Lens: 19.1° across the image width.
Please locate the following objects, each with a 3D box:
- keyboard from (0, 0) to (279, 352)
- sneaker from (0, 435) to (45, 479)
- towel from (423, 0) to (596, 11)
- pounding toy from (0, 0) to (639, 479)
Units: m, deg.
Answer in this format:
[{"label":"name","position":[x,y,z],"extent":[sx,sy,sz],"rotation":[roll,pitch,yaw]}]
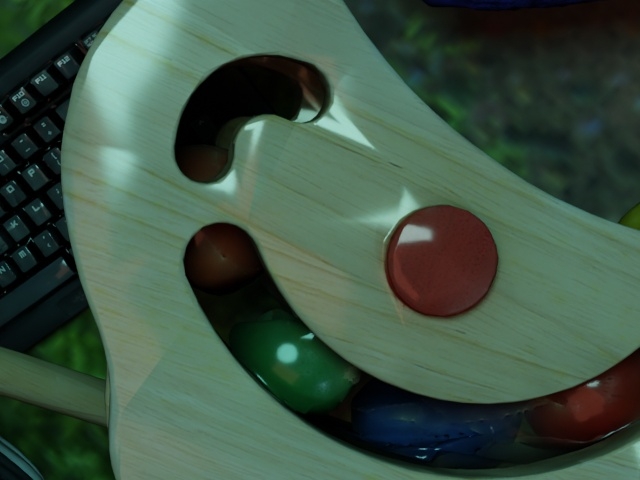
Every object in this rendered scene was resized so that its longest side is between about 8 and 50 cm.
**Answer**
[{"label":"keyboard","position":[-0.107,-0.021,0.596],"extent":[0.180,0.023,0.108],"rotation":[-35,98,19]},{"label":"sneaker","position":[-0.174,0.090,0.518],"extent":[0.269,0.153,0.101],"rotation":[11,97,-32]},{"label":"towel","position":[0.163,-0.178,0.463],"extent":[0.308,0.076,0.227],"rotation":[-2,114,13]},{"label":"pounding toy","position":[0.000,0.000,0.542],"extent":[0.270,0.155,0.154],"rotation":[10,91,-8]}]
